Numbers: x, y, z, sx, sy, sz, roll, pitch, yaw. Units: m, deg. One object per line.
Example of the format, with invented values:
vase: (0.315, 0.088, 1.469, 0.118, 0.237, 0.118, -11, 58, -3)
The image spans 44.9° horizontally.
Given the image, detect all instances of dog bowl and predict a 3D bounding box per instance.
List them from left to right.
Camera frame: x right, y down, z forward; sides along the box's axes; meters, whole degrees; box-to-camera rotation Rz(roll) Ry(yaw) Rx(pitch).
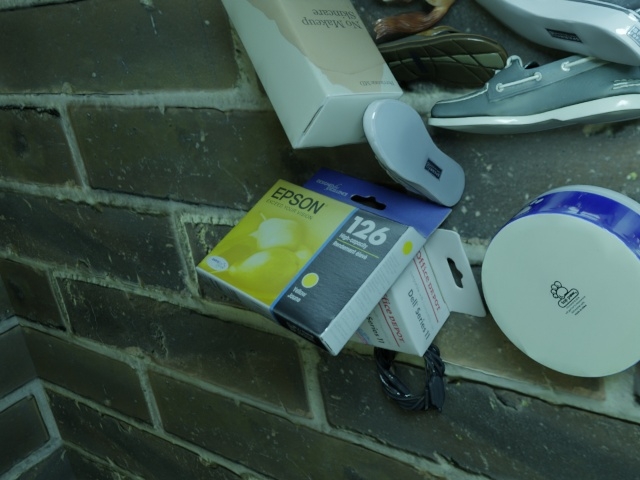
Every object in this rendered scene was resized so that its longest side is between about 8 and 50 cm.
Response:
dog bowl: (0.371, 0.060, 1.117, 0.265, 0.104, 0.264, 21, 126, 32)

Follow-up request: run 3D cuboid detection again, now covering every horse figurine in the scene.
horse figurine: (0.151, -0.401, 1.068, 0.175, 0.066, 0.263, 25, 119, 27)

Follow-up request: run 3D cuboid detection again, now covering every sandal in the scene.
sandal: (0.171, -0.276, 1.134, 0.219, 0.060, 0.090, 6, 149, 41)

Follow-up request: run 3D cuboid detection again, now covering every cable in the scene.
cable: (0.166, 0.239, 1.463, 0.151, 0.047, 0.184, 11, 123, 44)

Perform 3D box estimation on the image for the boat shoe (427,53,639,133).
boat shoe: (0.288, -0.202, 1.054, 0.320, 0.116, 0.099, 0, 91, 43)

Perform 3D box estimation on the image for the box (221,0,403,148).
box: (-0.020, -0.297, 1.167, 0.121, 0.148, 0.311, -52, 58, 47)

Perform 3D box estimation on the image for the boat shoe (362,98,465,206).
boat shoe: (0.123, -0.126, 1.163, 0.084, 0.095, 0.258, 17, 163, 42)

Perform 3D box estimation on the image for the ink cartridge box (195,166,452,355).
ink cartridge box: (0.000, 0.000, 1.248, 0.304, 0.307, 0.072, 22, 155, 41)

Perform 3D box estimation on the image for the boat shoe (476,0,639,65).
boat shoe: (0.303, -0.302, 0.952, 0.108, 0.102, 0.301, 33, -175, -36)

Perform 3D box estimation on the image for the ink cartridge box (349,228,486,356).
ink cartridge box: (0.087, 0.076, 1.345, 0.354, 0.119, 0.207, 6, 133, 40)
